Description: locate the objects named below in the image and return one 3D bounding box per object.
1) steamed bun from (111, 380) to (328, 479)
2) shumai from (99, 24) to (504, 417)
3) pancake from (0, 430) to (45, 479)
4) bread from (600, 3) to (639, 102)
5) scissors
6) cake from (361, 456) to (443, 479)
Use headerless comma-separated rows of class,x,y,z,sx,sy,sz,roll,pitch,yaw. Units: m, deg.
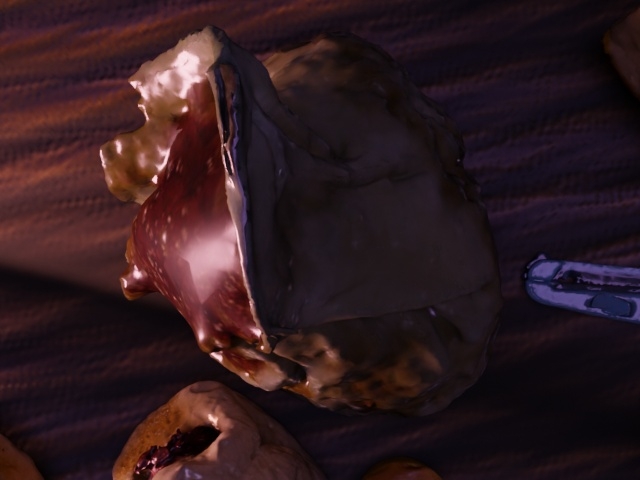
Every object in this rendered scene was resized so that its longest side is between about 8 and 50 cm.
steamed bun,-0.082,0.205,0.758,0.172,0.155,0.141,43,88,0
shumai,0.000,0.000,0.695,0.292,0.288,0.330,-34,88,-2
pancake,-0.387,0.299,0.791,0.387,0.082,0.387,0,93,0
bread,0.418,-0.139,0.724,0.279,0.207,0.279,-31,86,-8
scissors,0.369,0.055,0.823,0.393,0.032,0.180,8,88,0
cake,0.069,0.225,0.814,0.084,0.044,0.084,0,91,0
